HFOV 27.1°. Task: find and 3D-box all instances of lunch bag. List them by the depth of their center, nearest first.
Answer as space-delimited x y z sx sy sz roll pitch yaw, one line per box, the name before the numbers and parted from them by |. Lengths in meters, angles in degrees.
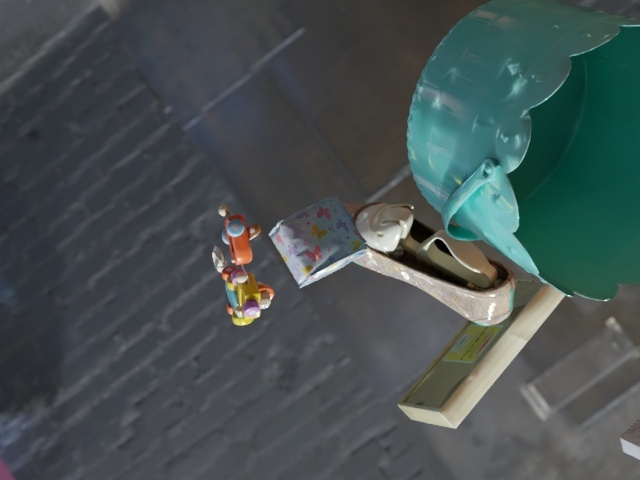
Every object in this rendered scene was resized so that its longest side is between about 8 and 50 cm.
lunch bag | 0.000 0.000 1.394 0.083 0.071 0.053 -28 172 -22

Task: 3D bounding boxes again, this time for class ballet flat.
ballet flat | 0.140 0.007 1.892 0.108 0.316 0.106 -57 168 -34

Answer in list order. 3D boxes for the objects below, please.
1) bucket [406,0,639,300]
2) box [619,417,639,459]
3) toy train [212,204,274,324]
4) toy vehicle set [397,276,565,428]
bucket | 0.229 -0.096 1.260 0.281 0.183 0.281 -15 119 -30
box | 0.610 0.326 2.182 0.145 0.038 0.186 -36 -145 -25
toy train | -0.084 0.030 1.501 0.046 0.125 0.166 -13 169 -12
toy vehicle set | 0.238 0.162 1.982 0.267 0.035 0.166 -48 -168 -14
